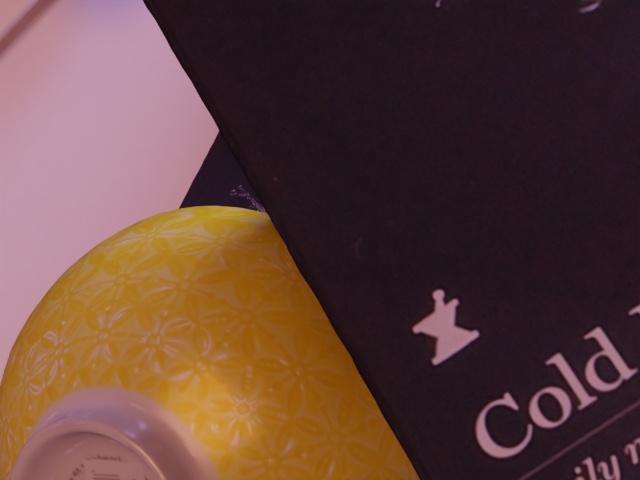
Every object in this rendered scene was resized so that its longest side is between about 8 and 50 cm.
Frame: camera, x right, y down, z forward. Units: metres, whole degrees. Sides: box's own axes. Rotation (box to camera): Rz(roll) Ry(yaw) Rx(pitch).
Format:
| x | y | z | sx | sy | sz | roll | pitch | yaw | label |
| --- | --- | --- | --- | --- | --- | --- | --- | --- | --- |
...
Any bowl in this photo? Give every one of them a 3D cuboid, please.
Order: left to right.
| x | y | z | sx | sy | sz | roll | pitch | yaw | label |
| --- | --- | --- | --- | --- | --- | --- | --- | --- | --- |
| -0.083 | 0.133 | 1.067 | 0.289 | 0.156 | 0.289 | 6 | 104 | 27 | bowl |

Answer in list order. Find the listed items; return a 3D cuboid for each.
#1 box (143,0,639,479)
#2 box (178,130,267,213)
| x | y | z | sx | sy | sz | roll | pitch | yaw | label |
| --- | --- | --- | --- | --- | --- | --- | --- | --- | --- |
| 0.226 | -0.068 | 0.841 | 0.480 | 0.297 | 0.472 | -34 | 51 | 3 | box |
| 0.000 | 0.000 | 1.167 | 0.156 | 0.093 | 0.158 | 25 | 84 | 21 | box |
